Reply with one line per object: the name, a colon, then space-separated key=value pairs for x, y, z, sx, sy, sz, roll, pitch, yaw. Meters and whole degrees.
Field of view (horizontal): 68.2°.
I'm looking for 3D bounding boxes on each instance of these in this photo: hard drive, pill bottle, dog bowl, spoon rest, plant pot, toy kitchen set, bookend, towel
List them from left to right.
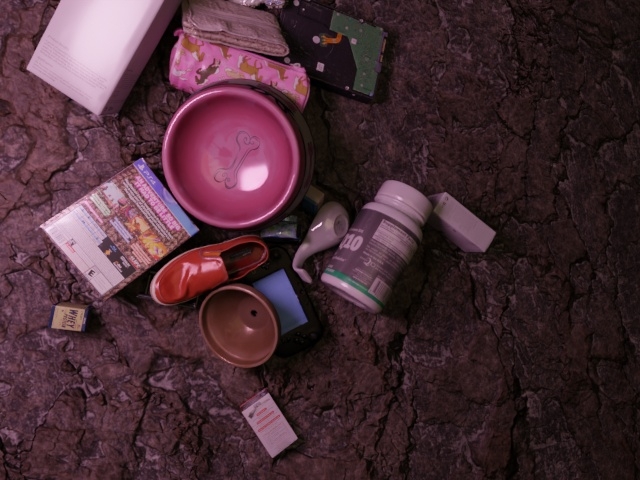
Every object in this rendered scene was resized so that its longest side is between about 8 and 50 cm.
bookend: x=-0.399 y=0.094 z=1.287 sx=0.156 sy=0.072 sz=0.158 roll=15 pitch=84 yaw=-17
towel: x=-0.232 y=-0.583 z=1.267 sx=0.281 sy=0.049 sz=0.187 roll=2 pitch=51 yaw=-25
dog bowl: x=-0.216 y=-0.209 z=1.205 sx=0.407 sy=0.150 sz=0.409 roll=0 pitch=103 yaw=0
plant pot: x=-0.206 y=0.220 z=1.304 sx=0.237 sy=0.109 sz=0.238 roll=5 pitch=107 yaw=17
toy kitchen set: x=-0.120 y=-0.109 z=1.378 sx=0.207 sy=0.122 sz=0.166 roll=34 pitch=79 yaw=6
spoon rest: x=0.000 y=0.000 z=1.400 sx=0.276 sy=0.084 sz=0.137 roll=-55 pitch=129 yaw=-29
hard drive: x=0.027 y=-0.583 z=1.441 sx=0.338 sy=0.064 sz=0.237 roll=13 pitch=85 yaw=-17
pill bottle: x=0.174 y=0.016 z=1.406 sx=0.204 sy=0.204 sz=0.361 roll=35 pitch=79 yaw=-14

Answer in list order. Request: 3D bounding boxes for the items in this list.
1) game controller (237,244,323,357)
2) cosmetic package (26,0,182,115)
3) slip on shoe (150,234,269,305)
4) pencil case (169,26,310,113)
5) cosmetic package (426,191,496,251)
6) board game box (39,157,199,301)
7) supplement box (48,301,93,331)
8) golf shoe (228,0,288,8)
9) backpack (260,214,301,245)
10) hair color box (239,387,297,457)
game controller: x=-0.118 y=0.180 z=1.380 sx=0.166 sy=0.067 sz=0.320 roll=-27 pitch=96 yaw=-17
cosmetic package: x=-0.513 y=-0.513 z=1.149 sx=0.196 sy=0.155 sz=0.366 roll=35 pitch=102 yaw=-13
slip on shoe: x=-0.281 y=0.072 z=1.236 sx=0.331 sy=0.101 sz=0.123 roll=-22 pitch=103 yaw=-23
pencil case: x=-0.224 y=-0.450 z=1.308 sx=0.385 sy=0.160 sz=0.167 roll=13 pitch=80 yaw=-17
cosmetic package: x=0.441 y=-0.055 z=1.541 sx=0.231 sy=0.117 sz=0.086 roll=36 pitch=79 yaw=-13
board game box: x=-0.503 y=-0.027 z=1.218 sx=0.291 sy=0.141 sz=0.232 roll=-39 pitch=100 yaw=-15
supplement box: x=-0.634 y=0.193 z=1.202 sx=0.083 sy=0.083 sz=0.056 roll=11 pitch=87 yaw=-19
golf shoe: x=-0.179 y=-0.707 z=1.343 sx=0.176 sy=0.069 sz=0.086 roll=3 pitch=121 yaw=8
backpack: x=-0.117 y=-0.032 z=1.366 sx=0.114 sy=0.105 sz=0.084 roll=2 pitch=81 yaw=-11
hair color box: x=-0.150 y=0.528 z=1.371 sx=0.093 sy=0.053 sz=0.167 roll=-32 pitch=100 yaw=-15
